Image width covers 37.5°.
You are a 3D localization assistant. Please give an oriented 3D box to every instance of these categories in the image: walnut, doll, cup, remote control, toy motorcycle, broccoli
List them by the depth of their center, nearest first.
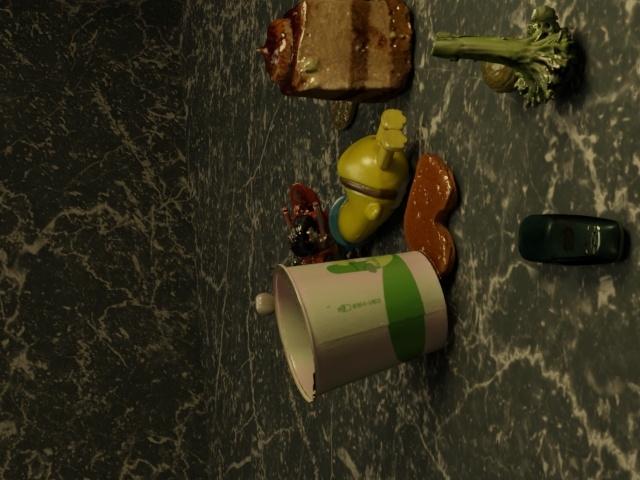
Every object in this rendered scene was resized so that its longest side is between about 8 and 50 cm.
[{"bbox_3d":[0.340,-0.001,1.300,0.222,0.042,0.072,-176,90,-71],"label":"remote control"},{"bbox_3d":[0.258,-0.263,1.330,0.122,0.204,0.118,108,172,-62],"label":"broccoli"},{"bbox_3d":[0.284,-0.267,1.436,0.092,0.092,0.092,-178,90,-71],"label":"walnut"},{"bbox_3d":[0.070,0.139,1.684,0.253,0.274,0.253,168,90,-76],"label":"cup"},{"bbox_3d":[0.093,-0.095,1.888,0.363,0.145,0.199,109,169,-49],"label":"doll"},{"bbox_3d":[0.001,0.002,2.062,0.298,0.089,0.171,47,-134,-56],"label":"toy motorcycle"},{"bbox_3d":[-0.084,0.157,2.353,0.161,0.160,0.059,148,121,-66],"label":"doll"}]

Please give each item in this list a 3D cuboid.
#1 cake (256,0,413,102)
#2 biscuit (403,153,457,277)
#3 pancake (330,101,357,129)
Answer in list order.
[{"bbox_3d":[0.021,-0.386,1.899,0.199,0.293,0.196,-171,83,-75],"label":"cake"},{"bbox_3d":[0.210,-0.042,1.700,0.186,0.036,0.192,-121,37,-55],"label":"biscuit"},{"bbox_3d":[0.054,-0.333,2.204,0.151,0.025,0.152,-178,90,-72],"label":"pancake"}]
